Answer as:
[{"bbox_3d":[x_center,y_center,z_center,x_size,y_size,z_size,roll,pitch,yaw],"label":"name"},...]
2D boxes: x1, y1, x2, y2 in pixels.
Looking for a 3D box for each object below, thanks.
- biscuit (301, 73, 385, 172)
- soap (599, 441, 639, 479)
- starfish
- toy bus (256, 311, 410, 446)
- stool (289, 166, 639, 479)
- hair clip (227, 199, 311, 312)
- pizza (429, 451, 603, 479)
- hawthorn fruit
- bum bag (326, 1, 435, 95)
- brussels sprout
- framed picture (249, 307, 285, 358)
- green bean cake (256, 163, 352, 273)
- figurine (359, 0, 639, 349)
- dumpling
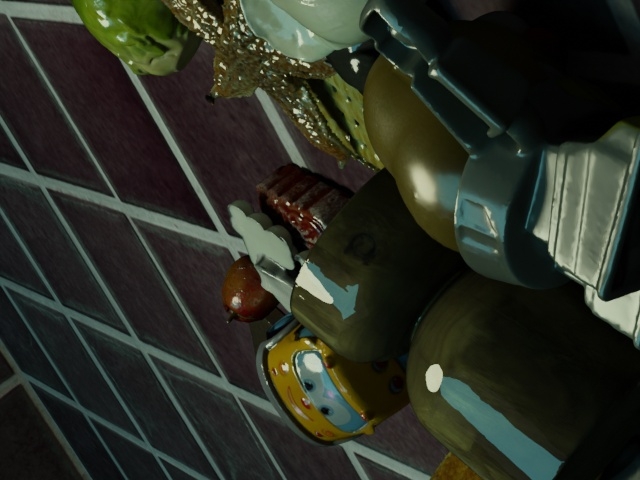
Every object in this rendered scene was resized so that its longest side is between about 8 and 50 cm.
[{"bbox_3d":[0.019,-0.122,1.605,0.203,0.016,0.144,35,154,41],"label":"biscuit"},{"bbox_3d":[0.295,0.251,1.593,0.302,0.258,0.159,-36,94,28],"label":"soap"},{"bbox_3d":[-0.063,-0.187,1.570,0.295,0.048,0.231,44,153,-2],"label":"starfish"},{"bbox_3d":[0.056,0.085,1.614,0.126,0.209,0.136,56,150,-10],"label":"toy bus"},{"bbox_3d":[0.131,0.075,1.435,0.264,0.179,0.179,40,157,19],"label":"stool"},{"bbox_3d":[-0.011,0.059,1.772,0.220,0.054,0.140,39,160,34],"label":"hair clip"},{"bbox_3d":[0.176,0.188,1.597,0.058,0.197,0.292,34,123,-22],"label":"pizza"},{"bbox_3d":[-0.075,0.055,2.033,0.077,0.077,0.077,44,159,22],"label":"hawthorn fruit"},{"bbox_3d":[0.028,-0.177,1.402,0.326,0.080,0.142,52,164,-3],"label":"bum bag"},{"bbox_3d":[-0.173,-0.232,1.698,0.155,0.117,0.155,36,175,4],"label":"brussels sprout"},{"bbox_3d":[-0.035,0.148,2.176,0.128,0.023,0.168,42,158,29],"label":"framed picture"},{"bbox_3d":[0.000,0.000,1.799,0.135,0.056,0.135,25,146,50],"label":"green bean cake"},{"bbox_3d":[0.142,-0.056,1.228,0.285,0.167,0.342,31,149,42],"label":"figurine"},{"bbox_3d":[0.019,-0.221,1.268,0.229,0.124,0.151,-31,102,32],"label":"dumpling"}]
